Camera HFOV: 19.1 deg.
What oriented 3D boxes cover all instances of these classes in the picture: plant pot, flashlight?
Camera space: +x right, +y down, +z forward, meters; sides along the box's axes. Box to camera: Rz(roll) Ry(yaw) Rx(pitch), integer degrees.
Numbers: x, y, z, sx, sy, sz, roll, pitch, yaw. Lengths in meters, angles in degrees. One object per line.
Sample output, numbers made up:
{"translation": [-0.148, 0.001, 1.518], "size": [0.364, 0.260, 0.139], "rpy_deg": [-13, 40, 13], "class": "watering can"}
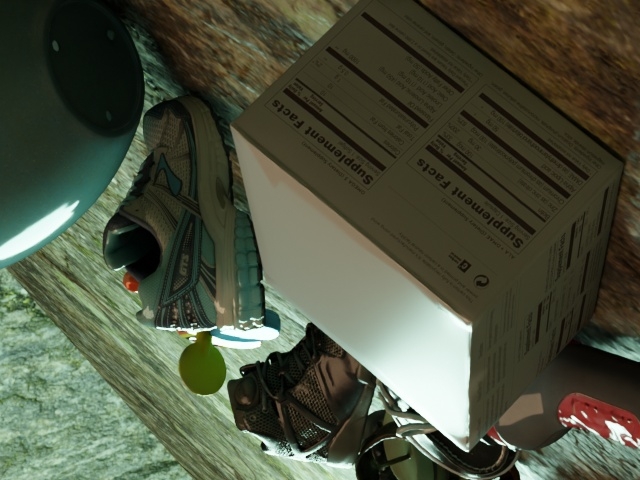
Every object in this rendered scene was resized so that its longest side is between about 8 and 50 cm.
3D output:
{"translation": [-0.274, -0.130, 1.707], "size": [0.195, 0.290, 0.290], "rpy_deg": [-16, 125, 33], "class": "plant pot"}
{"translation": [0.206, 0.130, 1.371], "size": [0.103, 0.103, 0.304], "rpy_deg": [54, 164, -27], "class": "flashlight"}

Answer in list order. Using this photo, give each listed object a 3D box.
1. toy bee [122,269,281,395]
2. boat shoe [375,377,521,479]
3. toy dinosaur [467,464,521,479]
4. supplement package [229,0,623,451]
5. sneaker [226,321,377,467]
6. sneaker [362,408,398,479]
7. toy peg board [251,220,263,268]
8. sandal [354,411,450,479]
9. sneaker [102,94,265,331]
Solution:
{"translation": [-0.114, 0.031, 1.861], "size": [0.162, 0.195, 0.298], "rpy_deg": [5, 141, -9], "class": "toy bee"}
{"translation": [0.099, 0.110, 1.552], "size": [0.105, 0.113, 0.306], "rpy_deg": [-104, -6, -51], "class": "boat shoe"}
{"translation": [0.191, 0.306, 1.803], "size": [0.322, 0.164, 0.218], "rpy_deg": [44, -177, -7], "class": "toy dinosaur"}
{"translation": [0.070, -0.009, 1.277], "size": [0.204, 0.145, 0.262], "rpy_deg": [40, 164, 18], "class": "supplement package"}
{"translation": [-0.015, 0.123, 1.781], "size": [0.087, 0.130, 0.227], "rpy_deg": [-97, 15, -46], "class": "sneaker"}
{"translation": [0.094, 0.262, 2.073], "size": [0.106, 0.078, 0.234], "rpy_deg": [21, 154, 52], "class": "sneaker"}
{"translation": [0.000, 0.000, 1.616], "size": [0.161, 0.079, 0.160], "rpy_deg": [38, 164, 22], "class": "toy peg board"}
{"translation": [0.076, 0.219, 1.831], "size": [0.303, 0.086, 0.120], "rpy_deg": [-100, -1, -83], "class": "sandal"}
{"translation": [-0.134, -0.030, 1.652], "size": [0.283, 0.122, 0.110], "rpy_deg": [-113, 19, -48], "class": "sneaker"}
